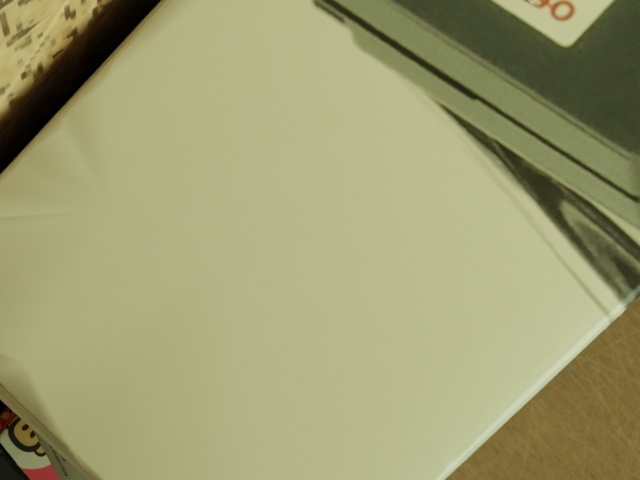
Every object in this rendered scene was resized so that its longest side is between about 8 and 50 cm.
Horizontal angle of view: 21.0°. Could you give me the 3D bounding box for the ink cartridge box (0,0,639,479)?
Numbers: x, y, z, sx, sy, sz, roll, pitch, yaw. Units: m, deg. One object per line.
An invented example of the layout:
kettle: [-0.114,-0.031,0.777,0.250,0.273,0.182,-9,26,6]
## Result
ink cartridge box: [0.079,-0.086,0.602,0.395,0.166,0.285,-45,-179,12]

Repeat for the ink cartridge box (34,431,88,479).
ink cartridge box: [-0.048,0.067,0.977,0.203,0.086,0.148,-10,-157,38]

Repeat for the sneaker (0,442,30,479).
sneaker: [-0.219,0.155,0.656,0.276,0.135,0.097,-21,-171,-9]

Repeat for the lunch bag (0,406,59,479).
lunch bag: [-0.180,0.131,1.419,0.258,0.120,0.293,-49,-178,-6]
